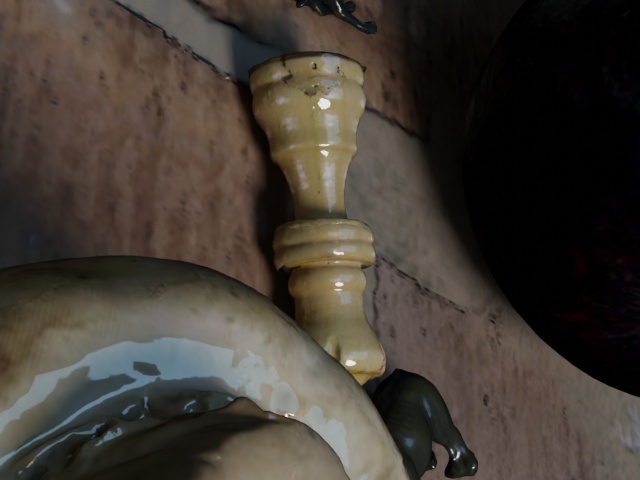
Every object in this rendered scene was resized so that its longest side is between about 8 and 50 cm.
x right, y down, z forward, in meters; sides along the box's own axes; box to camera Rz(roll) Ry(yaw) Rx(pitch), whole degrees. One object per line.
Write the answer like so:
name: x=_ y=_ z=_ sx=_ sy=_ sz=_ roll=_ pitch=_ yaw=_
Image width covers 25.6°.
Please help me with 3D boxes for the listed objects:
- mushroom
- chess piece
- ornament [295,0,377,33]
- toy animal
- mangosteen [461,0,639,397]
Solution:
mushroom: x=-0.060 y=0.130 z=0.408 sx=0.255 sy=0.184 sz=0.254 roll=26 pitch=55 yaw=-43
chess piece: x=0.001 y=0.000 z=0.662 sx=0.060 sy=0.060 sz=0.172 roll=11 pitch=70 yaw=-51
ornament: x=-0.016 y=-0.155 z=0.724 sx=0.125 sy=0.028 sz=0.073 roll=20 pitch=60 yaw=-51
toy animal: x=0.031 y=0.114 z=0.652 sx=0.065 sy=0.047 sz=0.135 roll=65 pitch=33 yaw=-21
mangosteen: x=0.223 y=-0.054 z=0.787 sx=0.300 sy=0.300 sz=0.300 roll=25 pitch=57 yaw=-46
